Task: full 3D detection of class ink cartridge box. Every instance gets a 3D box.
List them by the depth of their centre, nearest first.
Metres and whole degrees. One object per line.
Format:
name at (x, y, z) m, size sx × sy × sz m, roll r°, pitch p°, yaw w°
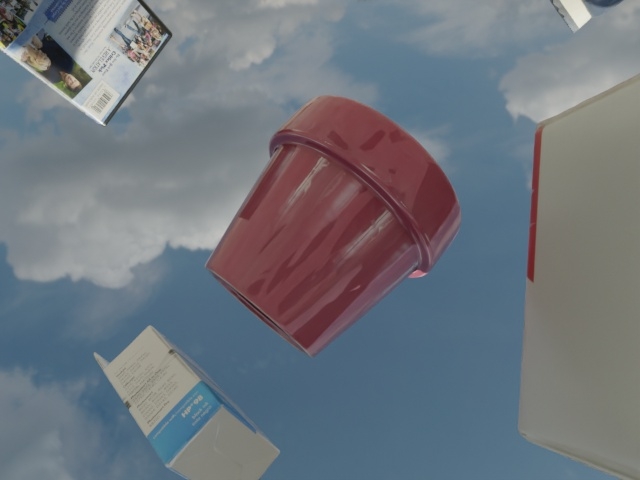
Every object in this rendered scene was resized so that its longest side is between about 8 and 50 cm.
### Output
ink cartridge box at (0.379, 0.049, 0.374) m, size 0.383 × 0.160 × 0.280 m, roll 10°, pitch -101°, yaw -15°
ink cartridge box at (-0.131, 0.149, 0.430) m, size 0.180 × 0.104 × 0.060 m, roll 25°, pitch -116°, yaw 44°

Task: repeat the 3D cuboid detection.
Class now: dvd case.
dvd case at (-0.333, -0.298, 0.597) m, size 0.022 × 0.253 × 0.181 m, roll 25°, pitch -102°, yaw 37°

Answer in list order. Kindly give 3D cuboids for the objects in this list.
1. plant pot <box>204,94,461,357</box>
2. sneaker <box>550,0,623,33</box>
plant pot at (0.000, 0.000, 0.433) m, size 0.201 × 0.201 × 0.180 m, roll 31°, pitch -108°, yaw 31°
sneaker at (0.234, -0.371, 0.440) m, size 0.131 × 0.319 × 0.112 m, roll -28°, pitch -145°, yaw 33°
